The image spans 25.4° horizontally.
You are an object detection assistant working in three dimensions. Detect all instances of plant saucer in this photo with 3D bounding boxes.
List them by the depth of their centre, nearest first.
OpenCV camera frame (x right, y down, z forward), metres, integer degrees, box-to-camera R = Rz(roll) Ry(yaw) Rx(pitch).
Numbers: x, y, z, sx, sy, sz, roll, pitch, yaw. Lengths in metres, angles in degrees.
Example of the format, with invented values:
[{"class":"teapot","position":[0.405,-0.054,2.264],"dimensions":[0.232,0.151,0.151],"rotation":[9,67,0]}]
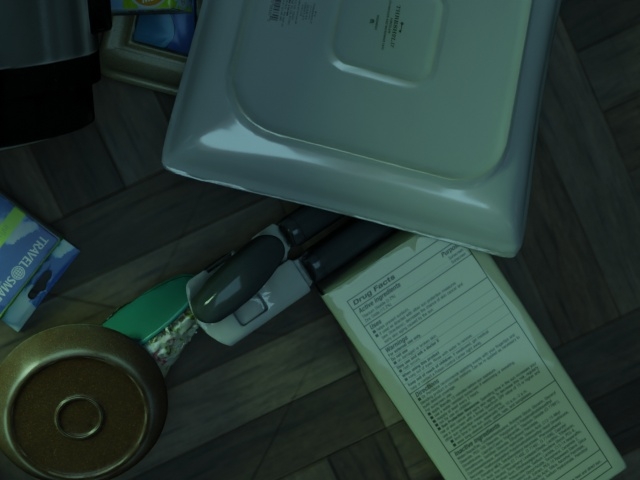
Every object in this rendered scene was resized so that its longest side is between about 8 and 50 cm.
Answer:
[{"class":"plant saucer","position":[-0.226,0.160,1.328],"dimensions":[0.168,0.029,0.168],"rotation":[-4,109,-11]}]

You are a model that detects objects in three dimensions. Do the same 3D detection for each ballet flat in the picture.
[{"class":"ballet flat","position":[-0.198,0.121,1.387],"dimensions":[0.241,0.091,0.077],"rotation":[-34,128,3]}]

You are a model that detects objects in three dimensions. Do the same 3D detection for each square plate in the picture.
[{"class":"square plate","position":[0.057,-0.188,1.322],"dimensions":[0.344,0.049,0.347],"rotation":[14,74,-9]}]

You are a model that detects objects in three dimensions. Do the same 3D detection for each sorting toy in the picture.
[{"class":"sorting toy","position":[-0.043,-0.233,1.377],"dimensions":[0.307,0.041,0.229],"rotation":[14,94,-6]}]

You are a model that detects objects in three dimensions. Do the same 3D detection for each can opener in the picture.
[{"class":"can opener","position":[0.000,0.000,1.346],"dimensions":[0.283,0.095,0.076],"rotation":[-34,97,-15]}]

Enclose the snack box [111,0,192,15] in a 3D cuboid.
[{"class":"snack box","position":[-0.210,-0.314,1.319],"dimensions":[0.175,0.070,0.207],"rotation":[0,96,13]}]

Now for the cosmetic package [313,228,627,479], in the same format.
[{"class":"cosmetic package","position":[0.144,0.130,1.392],"dimensions":[0.160,0.113,0.309],"rotation":[-33,97,-2]}]

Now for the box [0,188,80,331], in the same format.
[{"class":"box","position":[-0.336,-0.002,1.372],"dimensions":[0.178,0.042,0.109],"rotation":[38,91,-6]}]

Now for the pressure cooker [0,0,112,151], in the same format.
[{"class":"pressure cooker","position":[-0.366,-0.207,1.141],"dimensions":[0.376,0.370,0.420],"rotation":[0,102,18]}]
